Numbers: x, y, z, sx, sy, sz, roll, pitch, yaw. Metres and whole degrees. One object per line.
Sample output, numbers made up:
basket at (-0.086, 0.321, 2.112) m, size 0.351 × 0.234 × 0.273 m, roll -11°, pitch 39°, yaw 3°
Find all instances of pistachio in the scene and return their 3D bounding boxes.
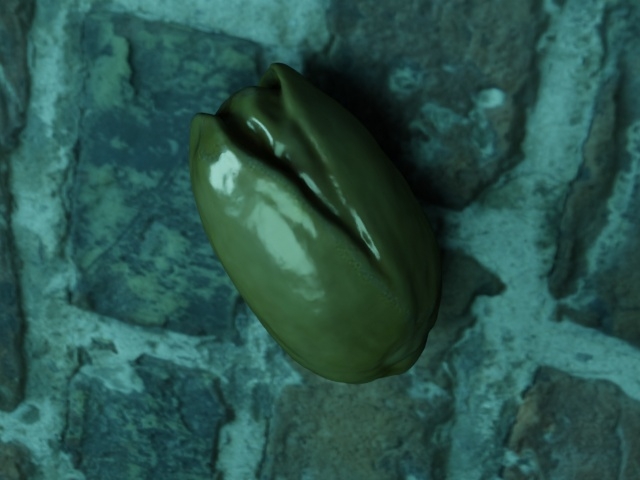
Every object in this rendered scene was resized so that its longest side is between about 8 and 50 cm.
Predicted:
pistachio at (0.000, 0.000, 1.503) m, size 0.293 × 0.162 × 0.181 m, roll 55°, pitch 163°, yaw -29°
